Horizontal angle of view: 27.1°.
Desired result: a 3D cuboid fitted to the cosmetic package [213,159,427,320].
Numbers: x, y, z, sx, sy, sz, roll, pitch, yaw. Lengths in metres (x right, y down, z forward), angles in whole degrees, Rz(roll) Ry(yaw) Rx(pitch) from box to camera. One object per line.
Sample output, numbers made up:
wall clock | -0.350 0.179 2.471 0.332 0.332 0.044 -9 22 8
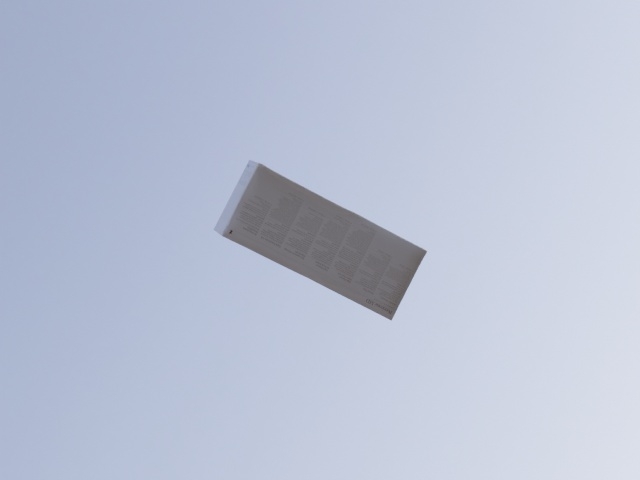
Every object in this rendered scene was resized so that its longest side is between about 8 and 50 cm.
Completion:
cosmetic package | 0.000 0.000 1.602 0.239 0.060 0.099 28 -92 -17
